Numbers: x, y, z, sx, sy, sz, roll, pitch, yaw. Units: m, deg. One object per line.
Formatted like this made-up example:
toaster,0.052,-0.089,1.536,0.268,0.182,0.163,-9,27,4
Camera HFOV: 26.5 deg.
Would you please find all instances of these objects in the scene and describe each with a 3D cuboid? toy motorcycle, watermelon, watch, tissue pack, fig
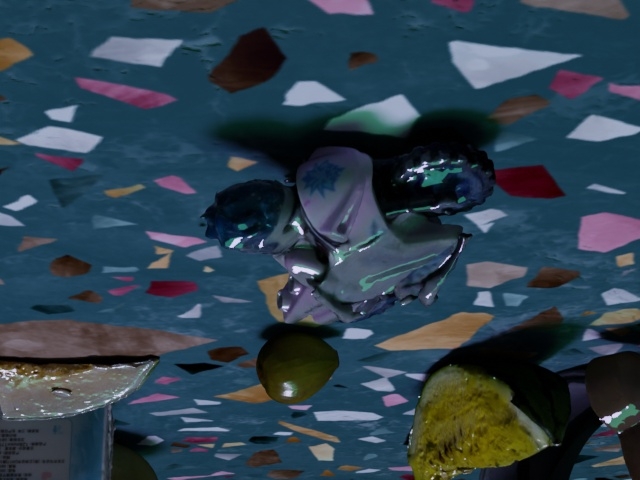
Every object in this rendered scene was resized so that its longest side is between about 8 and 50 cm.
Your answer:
toy motorcycle,-0.001,-0.005,1.022,0.204,0.108,0.239,3,134,-22
watermelon,0.184,0.196,1.493,0.123,0.129,0.301,9,161,-19
watch,0.342,0.310,1.522,0.314,0.335,0.327,16,143,-37
tissue pack,-0.373,0.272,1.551,0.271,0.201,0.124,0,151,-5
fig,-0.021,0.127,1.391,0.088,0.074,0.074,-13,161,-14

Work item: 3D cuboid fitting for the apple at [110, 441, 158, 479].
apple,-0.300,0.351,1.779,0.200,0.200,0.200,-1,158,-1

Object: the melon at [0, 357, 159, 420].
melon,-0.265,0.155,1.491,0.182,0.054,0.098,-1,143,-3
